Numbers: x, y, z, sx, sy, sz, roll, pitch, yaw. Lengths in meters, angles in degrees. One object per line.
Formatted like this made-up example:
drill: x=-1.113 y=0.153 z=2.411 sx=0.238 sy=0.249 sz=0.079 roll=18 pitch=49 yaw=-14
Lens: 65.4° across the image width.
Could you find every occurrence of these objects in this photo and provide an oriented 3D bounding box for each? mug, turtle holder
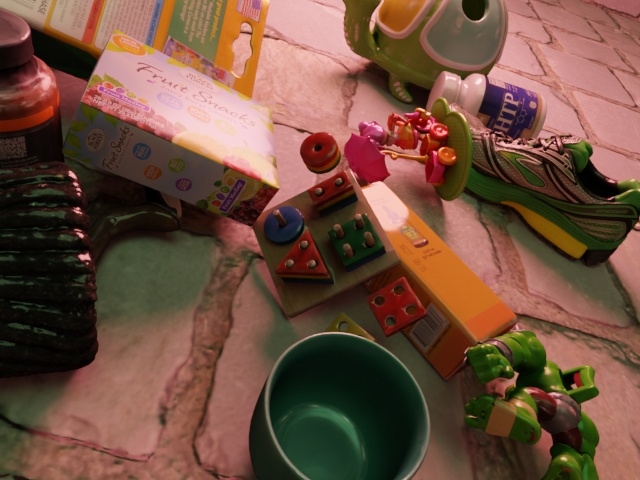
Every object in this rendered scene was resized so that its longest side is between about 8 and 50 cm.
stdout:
mug: x=-0.002 y=0.158 z=0.390 sx=0.157 sy=0.097 sz=0.129 roll=-21 pitch=58 yaw=-36
turtle holder: x=0.204 y=-0.421 z=0.962 sx=0.320 sy=0.227 sz=0.243 roll=24 pitch=43 yaw=1

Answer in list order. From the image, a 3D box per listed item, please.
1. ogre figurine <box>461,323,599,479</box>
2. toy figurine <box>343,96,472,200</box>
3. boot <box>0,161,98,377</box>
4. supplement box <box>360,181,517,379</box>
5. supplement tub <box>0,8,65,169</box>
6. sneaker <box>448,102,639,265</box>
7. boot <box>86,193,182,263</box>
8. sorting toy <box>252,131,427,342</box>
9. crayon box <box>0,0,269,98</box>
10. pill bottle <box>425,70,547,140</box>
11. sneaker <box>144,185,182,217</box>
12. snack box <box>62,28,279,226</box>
ogre figurine: x=0.210 y=0.164 z=0.466 sx=0.197 sy=0.097 sz=0.118 roll=42 pitch=37 yaw=12
toy figurine: x=0.113 y=-0.141 z=0.724 sx=0.159 sy=0.130 sz=0.173 roll=0 pitch=59 yaw=-10
boot: x=-0.306 y=-0.047 z=0.337 sx=0.260 sy=0.348 sz=0.131 roll=-11 pitch=19 yaw=-26
supplement box: x=0.103 y=0.036 z=0.572 sx=0.078 sy=0.080 sz=0.233 roll=-18 pitch=57 yaw=-35
supplement tub: x=-0.296 y=-0.104 z=0.459 sx=0.106 sy=0.198 sz=0.106 roll=12 pitch=42 yaw=-11
sneaker: x=0.329 y=-0.121 z=0.771 sx=0.343 sy=0.146 sz=0.134 roll=36 pitch=44 yaw=16
boot: x=-0.211 y=0.002 z=0.505 sx=0.106 sy=0.037 sz=0.114 roll=11 pitch=39 yaw=7
sorting toy: x=0.000 y=0.000 z=0.532 sx=0.132 sy=0.046 sz=0.275 roll=-26 pitch=60 yaw=2
crayon box: x=-0.238 y=-0.295 z=0.654 sx=0.323 sy=0.083 sz=0.203 roll=18 pitch=71 yaw=-31
pill bottle: x=0.292 y=-0.233 z=0.894 sx=0.186 sy=0.112 sz=0.112 roll=15 pitch=43 yaw=-7
sneaker: x=-0.177 y=-0.090 z=0.597 sx=0.075 sy=0.057 sz=0.161 roll=-13 pitch=50 yaw=-25
snack box: x=-0.155 y=-0.127 z=0.561 sx=0.207 sy=0.070 sz=0.174 roll=23 pitch=36 yaw=-27
